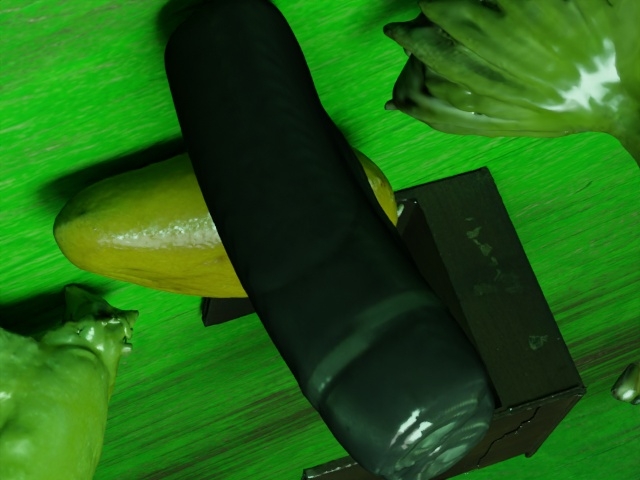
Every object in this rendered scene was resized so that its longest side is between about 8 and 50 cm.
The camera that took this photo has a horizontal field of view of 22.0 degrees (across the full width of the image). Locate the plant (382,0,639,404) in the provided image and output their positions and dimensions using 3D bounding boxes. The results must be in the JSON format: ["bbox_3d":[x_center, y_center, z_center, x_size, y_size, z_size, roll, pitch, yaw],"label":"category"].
[{"bbox_3d":[0.208,-0.094,1.147,0.251,0.333,0.180,-47,165,26],"label":"plant"}]

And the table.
[{"bbox_3d":[0.061,0.109,1.589,0.282,0.250,0.196,-16,159,-17],"label":"table"}]

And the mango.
[{"bbox_3d":[-0.067,-0.016,1.337,0.317,0.119,0.176,-6,163,-24],"label":"mango"}]

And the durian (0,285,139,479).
[{"bbox_3d":[-0.313,0.186,1.422,0.256,0.339,0.204,22,158,-31],"label":"durian"}]

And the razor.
[{"bbox_3d":[-0.001,0.002,1.119,0.113,0.349,0.204,-30,160,3],"label":"razor"}]
